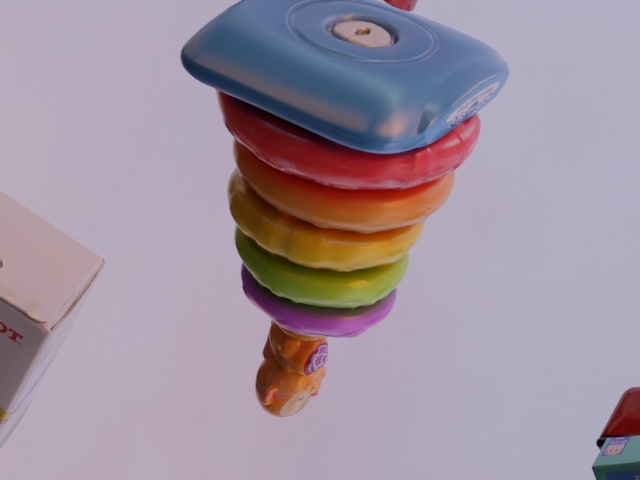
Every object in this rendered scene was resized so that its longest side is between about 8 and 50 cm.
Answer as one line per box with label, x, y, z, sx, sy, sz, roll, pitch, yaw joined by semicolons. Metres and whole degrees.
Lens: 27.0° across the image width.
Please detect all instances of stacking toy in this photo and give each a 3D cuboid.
stacking toy;0.000;0.000;0.870;0.166;0.175;0.301;26;-56;22

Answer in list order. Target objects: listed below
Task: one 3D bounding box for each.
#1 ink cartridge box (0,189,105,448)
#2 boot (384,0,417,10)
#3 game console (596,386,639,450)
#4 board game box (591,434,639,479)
ink cartridge box;-0.352;0.078;1.267;0.201;0.117;0.278;34;-49;-2
boot;0.078;-0.164;0.432;0.088;0.244;0.176;-86;173;-61
game console;0.367;0.219;1.369;0.144;0.124;0.085;-9;-55;48
board game box;0.312;0.238;0.985;0.160;0.047;0.210;-14;-74;35
